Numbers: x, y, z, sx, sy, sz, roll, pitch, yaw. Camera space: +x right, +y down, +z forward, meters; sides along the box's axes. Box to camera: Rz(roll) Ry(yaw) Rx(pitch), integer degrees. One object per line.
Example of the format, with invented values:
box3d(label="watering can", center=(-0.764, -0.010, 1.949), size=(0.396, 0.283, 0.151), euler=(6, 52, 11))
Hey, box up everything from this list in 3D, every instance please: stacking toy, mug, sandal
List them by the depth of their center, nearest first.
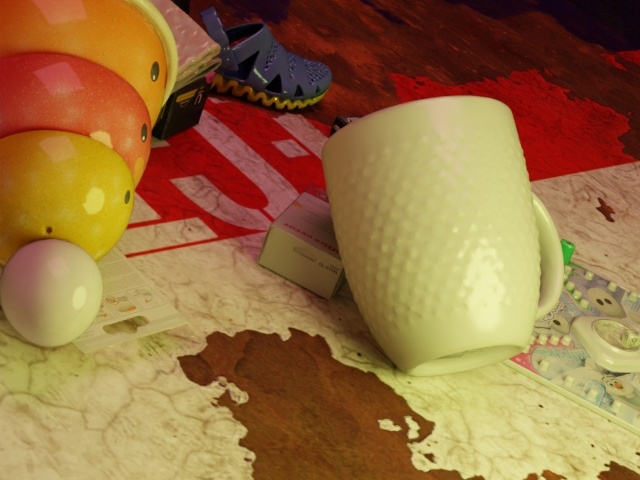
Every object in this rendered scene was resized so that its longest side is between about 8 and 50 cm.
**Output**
box3d(label="stacking toy", center=(-0.333, -0.071, 1.671), size=(0.350, 0.350, 0.480), euler=(8, 51, -24))
box3d(label="mug", center=(0.201, 0.009, 1.901), size=(0.374, 0.276, 0.328), euler=(3, 69, -40))
box3d(label="sandal", center=(-0.117, -0.321, 2.411), size=(0.317, 0.138, 0.126), euler=(7, 31, -28))

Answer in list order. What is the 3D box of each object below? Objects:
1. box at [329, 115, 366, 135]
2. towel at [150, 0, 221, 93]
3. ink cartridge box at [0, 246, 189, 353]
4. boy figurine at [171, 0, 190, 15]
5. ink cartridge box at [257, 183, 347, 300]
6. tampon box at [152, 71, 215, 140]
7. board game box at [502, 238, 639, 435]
box3d(label="box", center=(0.142, -0.156, 2.405), size=(0.191, 0.045, 0.184), euler=(-4, 41, -39))
box3d(label="towel", center=(-0.369, -0.289, 2.122), size=(0.332, 0.053, 0.317), euler=(-35, 59, -21))
box3d(label="ink cartridge box", center=(-0.304, 0.070, 1.732), size=(0.225, 0.056, 0.181), euler=(43, 35, 26))
box3d(label="boy figurine", center=(-0.372, -0.416, 2.393), size=(0.285, 0.092, 0.177), euler=(4, -12, 12))
box3d(label="ink cartridge box", center=(0.000, 0.000, 2.023), size=(0.127, 0.072, 0.175), euler=(28, 30, 9))
box3d(label="tampon box", center=(-0.277, -0.255, 2.225), size=(0.161, 0.101, 0.120), euler=(30, 30, 14))
box3d(label="board game box", center=(0.458, 0.148, 2.113), size=(0.390, 0.050, 0.390), euler=(28, 30, 10))
